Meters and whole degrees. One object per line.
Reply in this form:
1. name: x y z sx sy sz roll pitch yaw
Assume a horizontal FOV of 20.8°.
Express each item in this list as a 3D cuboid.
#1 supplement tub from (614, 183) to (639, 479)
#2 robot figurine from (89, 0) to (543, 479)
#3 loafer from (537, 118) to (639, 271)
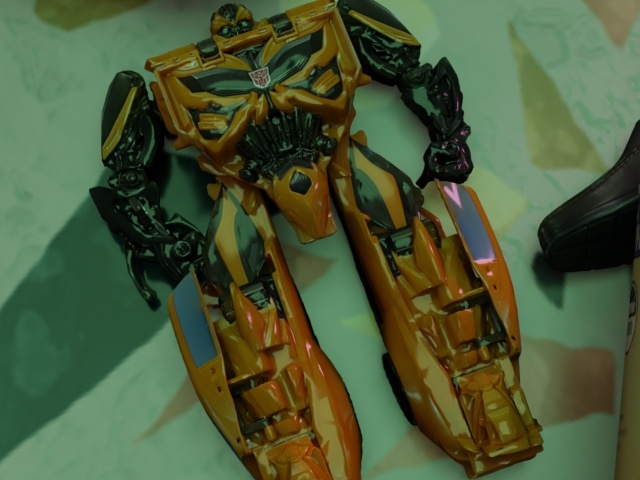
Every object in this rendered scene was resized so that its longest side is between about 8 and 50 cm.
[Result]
1. supplement tub: 0.251 0.111 0.810 0.228 0.228 0.316 6 84 2
2. robot figurine: 0.000 0.000 0.919 0.211 0.085 0.291 -20 78 -5
3. loafer: 0.188 -0.039 0.948 0.170 0.062 0.061 -26 56 -9
